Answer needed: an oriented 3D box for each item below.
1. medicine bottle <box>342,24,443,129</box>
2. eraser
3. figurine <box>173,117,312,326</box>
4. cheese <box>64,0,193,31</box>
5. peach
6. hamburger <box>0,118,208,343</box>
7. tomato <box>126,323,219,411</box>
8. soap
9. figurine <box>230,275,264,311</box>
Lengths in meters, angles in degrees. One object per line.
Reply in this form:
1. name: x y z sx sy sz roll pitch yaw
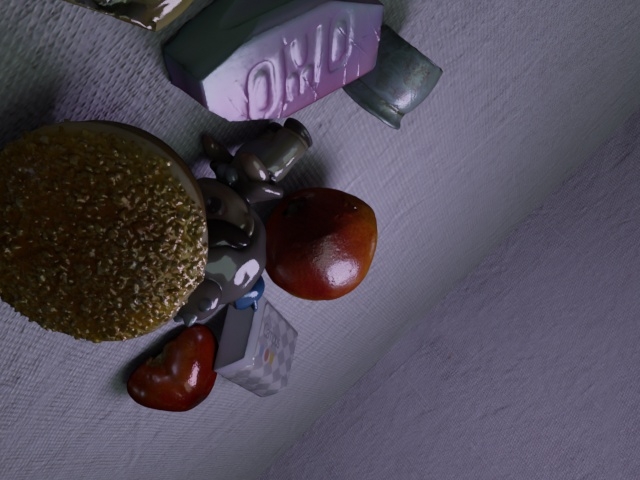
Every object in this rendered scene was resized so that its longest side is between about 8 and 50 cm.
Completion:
1. medicine bottle: 0.130 -0.299 1.068 0.143 0.147 0.147 -51 154 21
2. eraser: -0.162 0.290 1.547 0.397 0.082 0.213 65 34 -63
3. figurine: -0.161 -0.046 0.977 0.381 0.248 0.203 -54 142 -11
4. cheese: -0.177 -0.367 0.545 0.316 0.128 0.259 -50 163 27
5. peach: 0.000 0.000 1.228 0.281 0.238 0.281 -22 149 -14
6. hamburger: -0.282 -0.011 0.738 0.301 0.170 0.302 -1 119 -1
7. tomato: -0.323 0.322 1.357 0.233 0.139 0.200 -41 161 -6
8. soap: -0.061 -0.284 0.853 0.323 0.109 0.193 -32 152 -21
9. figurine: -0.187 0.073 1.233 0.144 0.114 0.178 -16 132 -33
